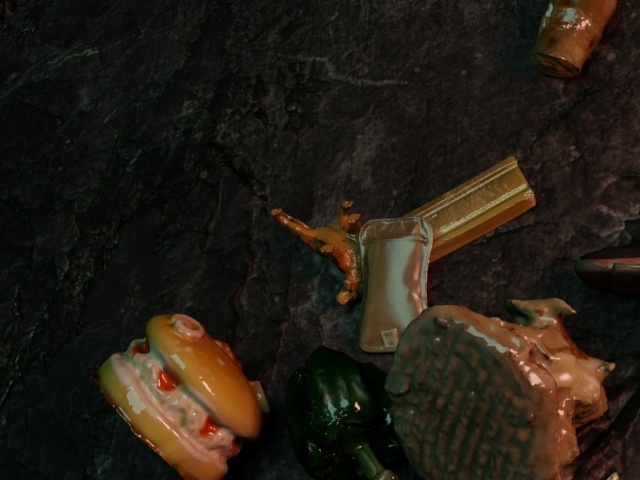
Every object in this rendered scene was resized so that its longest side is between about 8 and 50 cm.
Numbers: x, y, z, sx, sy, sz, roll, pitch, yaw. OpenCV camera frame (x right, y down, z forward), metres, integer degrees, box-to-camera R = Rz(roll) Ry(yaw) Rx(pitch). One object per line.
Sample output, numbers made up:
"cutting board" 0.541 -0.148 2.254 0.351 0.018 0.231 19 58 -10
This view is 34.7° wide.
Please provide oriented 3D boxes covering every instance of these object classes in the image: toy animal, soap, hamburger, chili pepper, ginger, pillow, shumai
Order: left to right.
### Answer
"hamburger" -0.208 0.235 1.623 0.186 0.261 0.303 -46 5 -8
"toy animal" 0.008 -0.003 1.739 0.114 0.116 0.255 -30 38 -18
"chili pepper" 0.041 0.275 1.462 0.165 0.174 0.261 -35 42 15
"pillow" 0.117 0.069 1.612 0.130 0.033 0.217 -4 76 25
"soap" 0.220 -0.038 1.646 0.252 0.037 0.092 -29 50 15
"shumai" 0.253 0.206 1.383 0.267 0.314 0.262 15 25 38
"ginger" 0.428 -0.389 1.694 0.116 0.109 0.263 19 71 12

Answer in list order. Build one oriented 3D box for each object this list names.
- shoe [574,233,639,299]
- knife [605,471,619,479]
"shoe" 0.487 0.001 1.389 0.291 0.114 0.137 -9 62 26
"knife" 0.323 0.383 1.313 0.030 0.014 0.207 28 79 40
